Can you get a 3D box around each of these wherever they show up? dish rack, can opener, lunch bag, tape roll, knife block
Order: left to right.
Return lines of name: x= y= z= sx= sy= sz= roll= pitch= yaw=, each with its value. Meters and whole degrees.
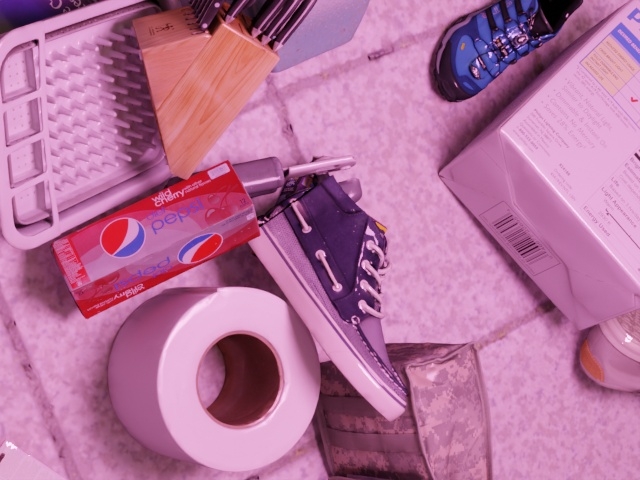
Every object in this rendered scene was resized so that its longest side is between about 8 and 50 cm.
dish rack: x=-0.307 y=-0.168 z=1.641 sx=0.333 sy=0.072 sz=0.285 roll=-31 pitch=131 yaw=-45
tape roll: x=-0.145 y=0.184 z=1.751 sx=0.246 sy=0.169 sz=0.246 roll=2 pitch=87 yaw=-31
knife block: x=-0.107 y=-0.233 z=1.640 sx=0.242 sy=0.088 sz=0.275 roll=-14 pitch=129 yaw=-7
can opener: x=-0.075 y=-0.066 z=1.819 sx=0.283 sy=0.076 sz=0.095 roll=-13 pitch=84 yaw=-17
lunch bag: x=0.125 y=0.301 z=1.874 sx=0.169 sy=0.235 sz=0.287 roll=-16 pitch=96 yaw=-36

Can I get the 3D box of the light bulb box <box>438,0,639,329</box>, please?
light bulb box: x=0.454 y=-0.118 z=2.050 sx=0.358 sy=0.225 sz=0.361 roll=48 pitch=65 yaw=-3

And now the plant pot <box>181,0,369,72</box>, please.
plant pot: x=-0.068 y=-0.380 z=1.784 sx=0.247 sy=0.248 sz=0.252 roll=-29 pitch=124 yaw=-29

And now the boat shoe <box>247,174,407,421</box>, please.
boat shoe: x=0.048 y=0.067 z=1.738 sx=0.158 sy=0.127 sz=0.340 roll=-37 pitch=76 yaw=2

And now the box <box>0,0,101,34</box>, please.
box: x=-0.430 y=-0.321 z=1.636 sx=0.261 sy=0.103 sz=0.184 roll=43 pitch=70 yaw=-23

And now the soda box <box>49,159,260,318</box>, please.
soda box: x=-0.216 y=-0.001 z=1.698 sx=0.263 sy=0.092 sz=0.083 roll=-25 pitch=64 yaw=-9

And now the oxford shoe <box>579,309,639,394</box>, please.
oxford shoe: x=0.609 y=0.218 z=2.246 sx=0.449 sy=0.169 sz=0.130 roll=17 pitch=124 yaw=-37

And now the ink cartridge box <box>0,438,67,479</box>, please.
ink cartridge box: x=-0.387 y=0.314 z=1.681 sx=0.115 sy=0.029 sz=0.063 roll=41 pitch=69 yaw=-23

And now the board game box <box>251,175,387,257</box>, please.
board game box: x=0.000 y=0.000 z=1.917 sx=0.170 sy=0.048 sz=0.141 roll=34 pitch=69 yaw=-25

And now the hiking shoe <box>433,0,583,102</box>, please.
hiking shoe: x=0.300 y=-0.336 z=2.062 sx=0.304 sy=0.132 sz=0.113 roll=-46 pitch=111 yaw=-24
